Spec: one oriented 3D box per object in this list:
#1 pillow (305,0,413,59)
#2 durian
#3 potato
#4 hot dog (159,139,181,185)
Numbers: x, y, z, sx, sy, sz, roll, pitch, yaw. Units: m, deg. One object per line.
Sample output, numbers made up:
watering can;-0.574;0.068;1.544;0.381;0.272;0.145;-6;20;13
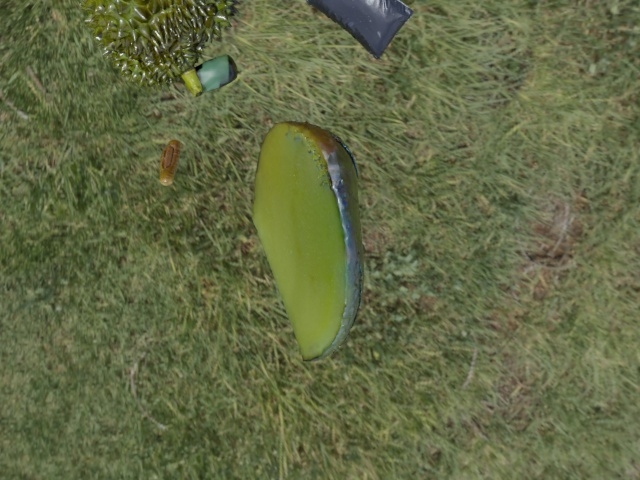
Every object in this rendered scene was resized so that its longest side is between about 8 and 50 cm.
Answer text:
pillow;0.083;-0.504;1.536;0.208;0.055;0.141;36;125;-7
durian;-0.165;-0.242;0.689;0.146;0.159;0.198;-18;143;-30
potato;0.000;0.000;0.581;0.054;0.119;0.198;-17;100;-39
hot dog;-0.354;-0.184;1.673;0.043;0.137;0.028;1;145;6
